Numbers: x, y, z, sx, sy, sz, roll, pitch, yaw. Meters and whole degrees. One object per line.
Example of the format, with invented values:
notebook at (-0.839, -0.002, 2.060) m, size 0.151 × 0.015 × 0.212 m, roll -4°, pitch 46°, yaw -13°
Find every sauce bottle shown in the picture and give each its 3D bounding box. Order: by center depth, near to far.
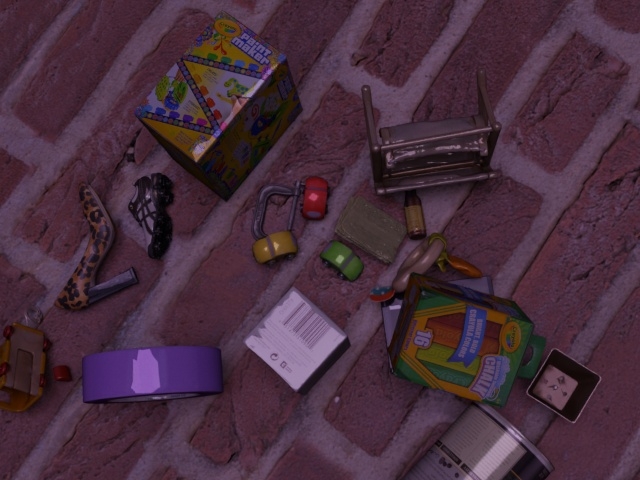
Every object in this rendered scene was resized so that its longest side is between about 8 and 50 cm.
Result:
sauce bottle at (0.202, -0.065, 1.842) m, size 0.042 × 0.042 × 0.128 m, roll -7°, pitch 67°, yaw 4°

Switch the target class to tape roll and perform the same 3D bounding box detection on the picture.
tape roll at (-0.333, 0.270, 1.698) m, size 0.274 × 0.275 × 0.090 m, roll -6°, pitch 77°, yaw 4°

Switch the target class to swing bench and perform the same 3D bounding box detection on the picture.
swing bench at (0.227, -0.198, 1.752) m, size 0.253 × 0.255 × 0.165 m, roll -9°, pitch 59°, yaw 4°

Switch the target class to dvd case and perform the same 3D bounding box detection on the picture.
dvd case at (0.253, 0.177, 1.791) m, size 0.238 × 0.029 × 0.179 m, roll -7°, pitch 77°, yaw 3°

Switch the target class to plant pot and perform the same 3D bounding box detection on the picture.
plant pot at (0.481, 0.293, 1.710) m, size 0.109 × 0.096 × 0.109 m, roll 32°, pitch 83°, yaw 12°

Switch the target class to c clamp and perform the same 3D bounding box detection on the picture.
c clamp at (-0.081, -0.064, 1.878) m, size 0.137 × 0.022 × 0.161 m, roll 15°, pitch 79°, yaw 8°

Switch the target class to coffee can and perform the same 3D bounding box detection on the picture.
coffee can at (0.281, 0.470, 1.635) m, size 0.201 × 0.201 × 0.275 m, roll 43°, pitch 84°, yaw 12°

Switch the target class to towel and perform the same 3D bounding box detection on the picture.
towel at (0.109, -0.023, 1.824) m, size 0.148 × 0.027 × 0.110 m, roll 31°, pitch 62°, yaw -3°

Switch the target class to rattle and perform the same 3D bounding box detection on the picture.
rattle at (0.214, 0.092, 1.781) m, size 0.143 × 0.130 × 0.200 m, roll 45°, pitch 75°, yaw -23°

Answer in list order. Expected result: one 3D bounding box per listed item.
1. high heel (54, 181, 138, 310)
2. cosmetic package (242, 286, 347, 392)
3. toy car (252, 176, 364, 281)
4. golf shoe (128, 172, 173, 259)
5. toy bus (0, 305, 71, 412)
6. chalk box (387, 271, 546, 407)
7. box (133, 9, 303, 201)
high heel at (-0.534, 0.015, 1.863) m, size 0.186 × 0.093 × 0.261 m, roll -24°, pitch 85°, yaw -7°
cosmetic package at (-0.044, 0.208, 1.732) m, size 0.151 × 0.184 × 0.151 m, roll 41°, pitch 83°, yaw 12°
toy car at (0.000, 0.000, 1.828) m, size 0.225 × 0.053 × 0.239 m, roll 38°, pitch 77°, yaw 5°
golf shoe at (-0.380, -0.051, 1.884) m, size 0.093 × 0.077 × 0.198 m, roll -5°, pitch 70°, yaw 15°
toy bus at (-0.650, 0.264, 1.813) m, size 0.104 × 0.202 × 0.191 m, roll -41°, pitch 83°, yaw 27°
chalk box at (0.296, 0.198, 1.654) m, size 0.288 × 0.179 × 0.180 m, roll 16°, pitch 100°, yaw -2°
box at (-0.201, -0.273, 1.798) m, size 0.177 × 0.290 × 0.279 m, roll 38°, pitch 83°, yaw 12°
